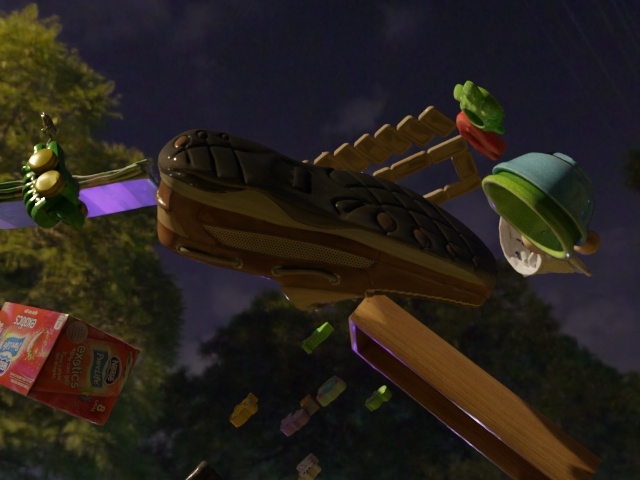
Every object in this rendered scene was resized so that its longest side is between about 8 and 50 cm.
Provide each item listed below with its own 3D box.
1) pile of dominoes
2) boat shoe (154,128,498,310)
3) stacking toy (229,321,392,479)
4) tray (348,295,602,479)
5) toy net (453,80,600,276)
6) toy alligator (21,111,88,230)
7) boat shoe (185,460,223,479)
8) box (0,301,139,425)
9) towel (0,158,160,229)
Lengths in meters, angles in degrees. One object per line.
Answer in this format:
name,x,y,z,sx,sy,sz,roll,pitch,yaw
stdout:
pile of dominoes,0.100,-0.104,1.111,0.251,0.040,0.196,-24,-43,9
boat shoe,0.000,0.000,0.696,0.323,0.123,0.120,19,-62,-3
stacking toy,-0.012,0.267,1.197,0.221,0.052,0.167,-44,-79,2
tray,0.228,0.251,1.183,0.076,0.411,0.203,-48,-18,-14
toy net,0.137,-0.019,0.517,0.045,0.122,0.232,-47,-24,-2
toy alligator,-0.287,-0.066,0.769,0.051,0.190,0.056,-29,-40,-4
boat shoe,-0.211,0.353,0.921,0.223,0.073,0.080,-34,-8,6
box,-0.402,0.179,1.105,0.256,0.123,0.128,1,-28,48
towel,-0.442,-0.074,1.288,0.324,0.038,0.248,-11,-8,-6
